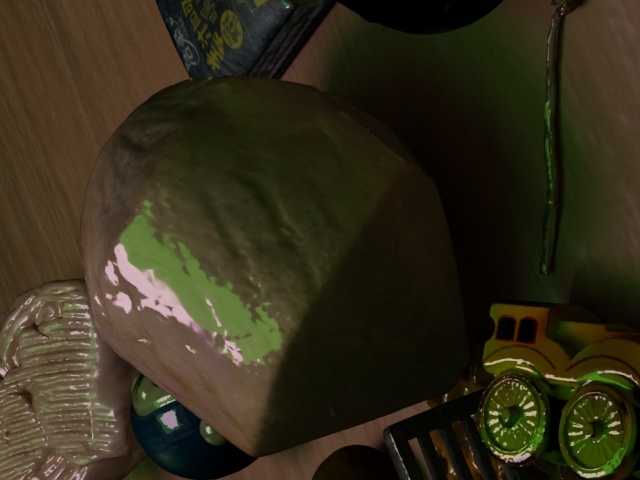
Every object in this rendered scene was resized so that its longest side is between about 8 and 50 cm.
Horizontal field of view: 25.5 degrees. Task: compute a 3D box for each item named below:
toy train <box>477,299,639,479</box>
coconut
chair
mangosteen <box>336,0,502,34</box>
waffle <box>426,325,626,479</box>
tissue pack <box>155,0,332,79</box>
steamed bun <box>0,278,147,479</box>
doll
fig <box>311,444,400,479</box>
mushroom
[{"bbox_3d":[0.262,0.133,1.214,0.296,0.100,0.160,5,84,47],"label":"toy train"},{"bbox_3d":[-0.028,0.024,1.421,0.415,0.415,0.344,41,107,42],"label":"coconut"},{"bbox_3d":[0.139,0.303,1.377,0.270,0.136,0.147,64,148,12],"label":"chair"},{"bbox_3d":[0.092,-0.293,1.212,0.243,0.243,0.243,33,131,47],"label":"mangosteen"},{"bbox_3d":[0.207,0.236,1.425,0.301,0.058,0.281,48,141,35],"label":"waffle"},{"bbox_3d":[-0.095,-0.281,1.629,0.185,0.081,0.257,65,149,14],"label":"tissue pack"},{"bbox_3d":[-0.389,0.242,2.214,0.346,0.237,0.394,27,99,23],"label":"steamed bun"},{"bbox_3d":[-0.123,0.205,1.811,0.322,0.198,0.186,-20,100,50],"label":"doll"},{"bbox_3d":[0.041,0.307,1.710,0.236,0.124,0.124,135,116,-82],"label":"fig"},{"bbox_3d":[0.212,-0.097,1.291,0.026,0.028,0.286,6,119,11],"label":"mushroom"}]
